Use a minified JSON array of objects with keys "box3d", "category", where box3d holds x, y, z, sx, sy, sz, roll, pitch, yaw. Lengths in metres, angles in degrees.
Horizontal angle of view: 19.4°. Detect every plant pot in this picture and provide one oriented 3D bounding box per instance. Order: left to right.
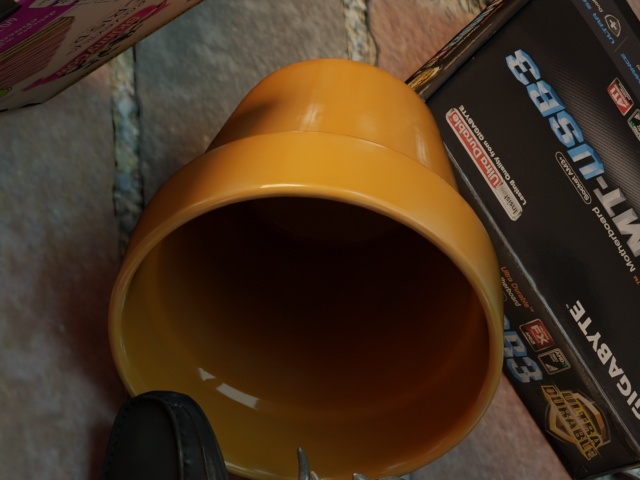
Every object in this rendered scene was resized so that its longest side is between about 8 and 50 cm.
[{"box3d":[0.000,0.000,1.035,0.205,0.205,0.188,43,30,-24],"category":"plant pot"}]

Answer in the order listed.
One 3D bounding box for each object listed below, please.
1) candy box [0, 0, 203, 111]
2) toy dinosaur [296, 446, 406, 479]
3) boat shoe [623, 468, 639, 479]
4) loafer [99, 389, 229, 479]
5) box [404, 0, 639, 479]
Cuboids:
[{"box3d":[-0.146,-0.119,0.901,0.071,0.159,0.233,61,23,0],"category":"candy box"},{"box3d":[0.007,0.284,0.975,0.160,0.121,0.313,25,58,-22],"category":"toy dinosaur"},{"box3d":[0.244,0.176,1.317,0.100,0.035,0.035,41,74,-31],"category":"boat shoe"},{"box3d":[-0.091,0.178,0.927,0.078,0.076,0.223,26,58,-46],"category":"loafer"},{"box3d":[0.187,-0.030,1.327,0.295,0.073,0.293,56,41,-9],"category":"box"}]
